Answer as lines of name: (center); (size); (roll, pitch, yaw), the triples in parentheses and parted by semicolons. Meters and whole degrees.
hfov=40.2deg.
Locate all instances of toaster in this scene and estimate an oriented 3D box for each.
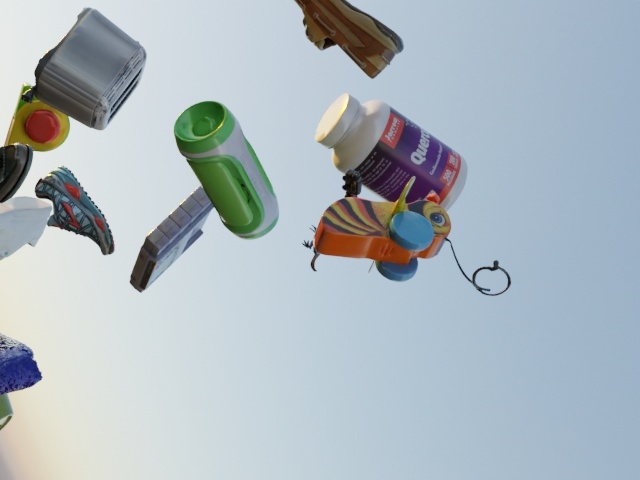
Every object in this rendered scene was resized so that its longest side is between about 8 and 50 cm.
toaster: (-0.421, -0.304, 1.601); (0.146, 0.227, 0.129); (32, -30, -5)

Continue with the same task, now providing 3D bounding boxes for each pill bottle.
pill bottle: (0.154, -0.185, 1.925); (0.323, 0.181, 0.181); (31, -14, -20)

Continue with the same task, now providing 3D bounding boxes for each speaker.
speaker: (-0.177, -0.130, 1.700); (0.131, 0.131, 0.296); (46, -12, 39)

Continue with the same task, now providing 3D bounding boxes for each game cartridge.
game cartridge: (-0.356, -0.001, 2.123); (0.068, 0.230, 0.355); (39, -26, -2)

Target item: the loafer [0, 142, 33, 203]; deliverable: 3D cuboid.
loafer: (-0.633, -0.108, 1.640); (0.267, 0.084, 0.096); (-30, -126, 39)

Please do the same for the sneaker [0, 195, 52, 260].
sneaker: (-0.500, -0.012, 1.335); (0.080, 0.212, 0.094); (25, -75, 26)

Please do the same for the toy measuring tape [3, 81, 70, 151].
toy measuring tape: (-0.600, -0.185, 1.825); (0.121, 0.121, 0.330); (34, -74, 52)

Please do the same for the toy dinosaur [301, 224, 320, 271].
toy dinosaur: (0.000, 0.000, 1.596); (0.047, 0.082, 0.090); (19, -68, 26)

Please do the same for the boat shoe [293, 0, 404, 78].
boat shoe: (0.018, -0.455, 1.823); (0.324, 0.120, 0.122); (38, 14, 16)

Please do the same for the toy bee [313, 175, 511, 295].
toy bee: (0.137, -0.010, 1.397); (0.195, 0.298, 0.162); (-43, -153, 36)

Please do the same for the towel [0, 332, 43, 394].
towel: (-0.522, 0.180, 1.062); (0.227, 0.308, 0.076); (7, -77, 54)

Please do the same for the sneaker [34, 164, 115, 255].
sneaker: (-0.617, -0.054, 2.187); (0.262, 0.125, 0.104); (52, -17, 8)

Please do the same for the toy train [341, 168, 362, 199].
toy train: (0.057, -0.063, 1.542); (0.036, 0.027, 0.158); (18, -39, 15)

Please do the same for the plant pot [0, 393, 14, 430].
plant pot: (-0.656, 0.221, 1.451); (0.293, 0.275, 0.275); (48, -24, 3)
